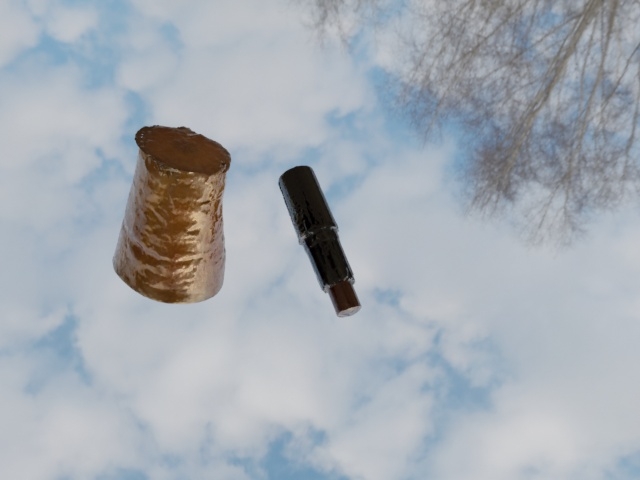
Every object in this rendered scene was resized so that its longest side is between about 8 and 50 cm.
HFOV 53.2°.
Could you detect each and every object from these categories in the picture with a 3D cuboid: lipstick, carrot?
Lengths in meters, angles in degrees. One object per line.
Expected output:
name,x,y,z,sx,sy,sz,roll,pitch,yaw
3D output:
lipstick,0.000,0.000,1.174,0.081,0.081,0.300,-15,-111,-15
carrot,-0.227,-0.048,1.034,0.195,0.254,0.196,14,-149,-9
